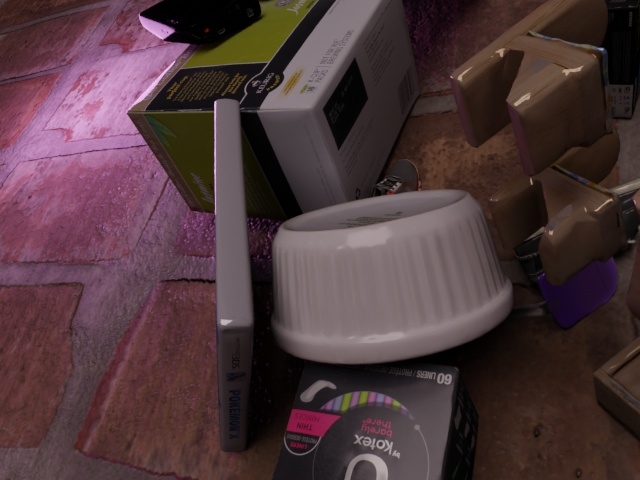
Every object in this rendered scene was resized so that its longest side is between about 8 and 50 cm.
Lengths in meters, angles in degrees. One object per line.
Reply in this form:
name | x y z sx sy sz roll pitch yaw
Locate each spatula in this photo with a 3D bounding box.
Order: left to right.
spatula | 0.208 0.097 0.634 0.296 0.084 0.030 -29 18 11

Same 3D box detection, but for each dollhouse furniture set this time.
dollhouse furniture set | 0.347 0.010 0.393 0.256 0.394 0.362 -36 41 -5

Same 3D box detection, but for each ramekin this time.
ramekin | 0.069 0.025 0.609 0.272 0.127 0.273 -10 10 2

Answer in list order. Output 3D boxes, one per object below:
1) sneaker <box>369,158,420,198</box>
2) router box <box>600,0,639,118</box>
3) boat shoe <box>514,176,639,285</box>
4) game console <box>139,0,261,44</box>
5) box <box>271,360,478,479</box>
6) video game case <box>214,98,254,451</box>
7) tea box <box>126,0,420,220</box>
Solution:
sneaker | 0.103 -0.066 0.796 0.061 0.065 0.158 7 59 29
router box | 0.417 -0.277 0.733 0.046 0.179 0.133 13 62 34
boat shoe | 0.345 -0.021 0.657 0.233 0.084 0.079 -25 84 -2
game console | -0.120 -0.435 0.917 0.361 0.044 0.213 -37 42 -17
box | 0.048 0.263 0.522 0.165 0.143 0.270 1 56 26
video game case | -0.111 0.045 0.673 0.036 0.300 0.329 -1 50 -10
tea box | -0.055 -0.221 0.866 0.323 0.220 0.329 8 52 29
